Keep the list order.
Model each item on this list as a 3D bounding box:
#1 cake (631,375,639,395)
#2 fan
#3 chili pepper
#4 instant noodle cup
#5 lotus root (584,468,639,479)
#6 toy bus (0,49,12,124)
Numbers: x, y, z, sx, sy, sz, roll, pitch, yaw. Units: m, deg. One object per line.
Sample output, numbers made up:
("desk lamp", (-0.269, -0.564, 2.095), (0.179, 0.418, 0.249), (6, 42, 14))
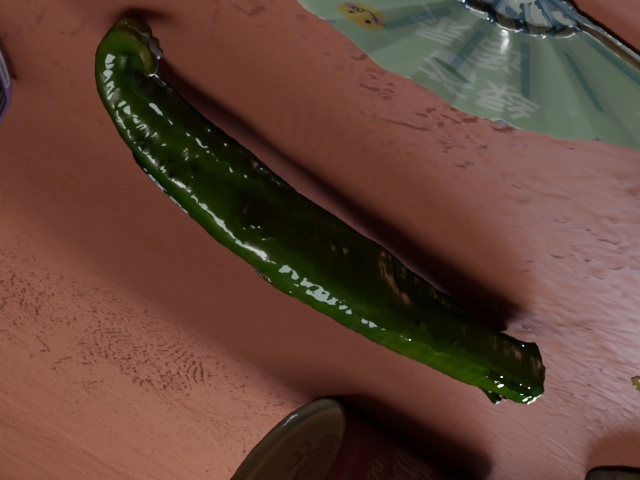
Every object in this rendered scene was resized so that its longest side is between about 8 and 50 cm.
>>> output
("cake", (0.264, 0.097, 0.755), (0.116, 0.080, 0.185), (2, 146, 49))
("fan", (0.070, -0.088, 0.615), (0.240, 0.009, 0.131), (25, 161, -3))
("chili pepper", (0.000, 0.000, 0.820), (0.359, 0.076, 0.085), (37, -179, -30))
("instant noodle cup", (0.022, 0.262, 1.219), (0.178, 0.235, 0.235), (41, 154, -18))
("lotus root", (0.295, 0.256, 1.099), (0.183, 0.078, 0.203), (0, 147, 45))
("toy bus", (-0.292, -0.100, 0.832), (0.199, 0.108, 0.096), (18, 154, 10))
